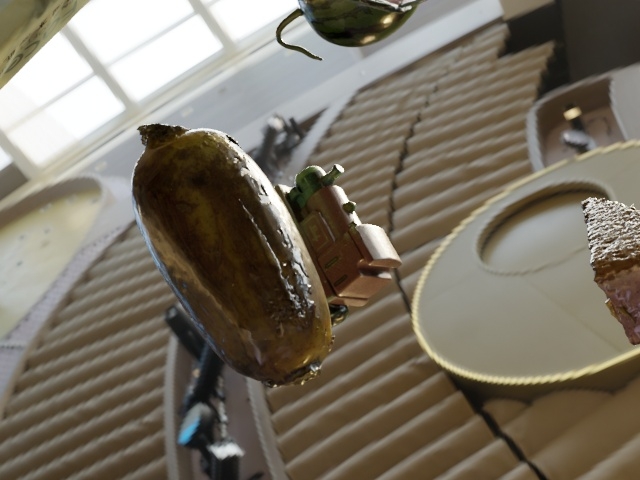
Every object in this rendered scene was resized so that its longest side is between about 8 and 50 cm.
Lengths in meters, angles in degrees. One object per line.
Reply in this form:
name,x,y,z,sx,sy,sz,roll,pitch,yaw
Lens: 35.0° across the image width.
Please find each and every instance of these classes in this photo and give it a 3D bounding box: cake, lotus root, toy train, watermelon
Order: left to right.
lotus root,-0.118,0.010,1.291,0.179,0.397,0.196,-28,168,-6
toy train,0.000,0.000,1.891,0.221,0.150,0.304,-42,-118,27
watermelon,0.026,-0.276,1.125,0.187,0.141,0.141,-28,-155,10
cake,0.349,0.029,1.170,0.112,0.116,0.295,-21,-168,4

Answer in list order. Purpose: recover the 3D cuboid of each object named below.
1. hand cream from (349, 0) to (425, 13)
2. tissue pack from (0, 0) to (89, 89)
hand cream,0.093,-0.234,0.869,0.079,0.050,0.275,-4,-160,36
tissue pack,-0.428,-0.354,1.146,0.405,0.332,0.205,-51,-173,-17
